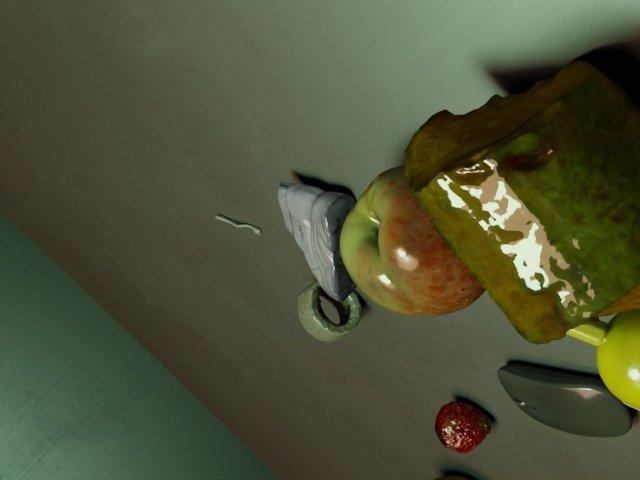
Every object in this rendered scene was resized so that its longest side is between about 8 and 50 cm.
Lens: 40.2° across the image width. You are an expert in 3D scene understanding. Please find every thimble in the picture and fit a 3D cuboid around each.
[{"bbox_3d":[0.015,0.131,1.646,0.115,0.102,0.090,69,157,11],"label":"thimble"}]

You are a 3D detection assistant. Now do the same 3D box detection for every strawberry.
[{"bbox_3d":[0.268,0.347,1.638,0.106,0.106,0.106,33,153,19],"label":"strawberry"}]

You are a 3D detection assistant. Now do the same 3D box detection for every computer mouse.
[{"bbox_3d":[0.375,0.252,1.370,0.232,0.057,0.120,4,135,52],"label":"computer mouse"}]

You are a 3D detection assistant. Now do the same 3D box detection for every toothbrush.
[{"bbox_3d":[-0.166,-0.034,1.748,0.131,0.011,0.013,20,126,39],"label":"toothbrush"}]

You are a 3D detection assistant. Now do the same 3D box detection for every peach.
[{"bbox_3d":[0.149,0.000,1.178,0.232,0.232,0.232,33,153,19],"label":"peach"}]

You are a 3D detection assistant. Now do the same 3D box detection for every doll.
[{"bbox_3d":[0.455,0.156,1.048,0.362,0.145,0.199,21,-172,20],"label":"doll"}]

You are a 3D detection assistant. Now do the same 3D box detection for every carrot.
[{"bbox_3d":[0.261,-0.022,0.902,0.341,0.241,0.241,47,154,-6],"label":"carrot"}]

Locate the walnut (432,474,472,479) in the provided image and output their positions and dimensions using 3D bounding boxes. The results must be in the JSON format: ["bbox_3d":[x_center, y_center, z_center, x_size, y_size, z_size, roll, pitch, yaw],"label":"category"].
[{"bbox_3d":[0.293,0.600,1.913,0.167,0.167,0.207,44,157,-3],"label":"walnut"}]

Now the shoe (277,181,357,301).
[{"bbox_3d":[0.000,0.000,1.481,0.137,0.095,0.245,29,148,33],"label":"shoe"}]
